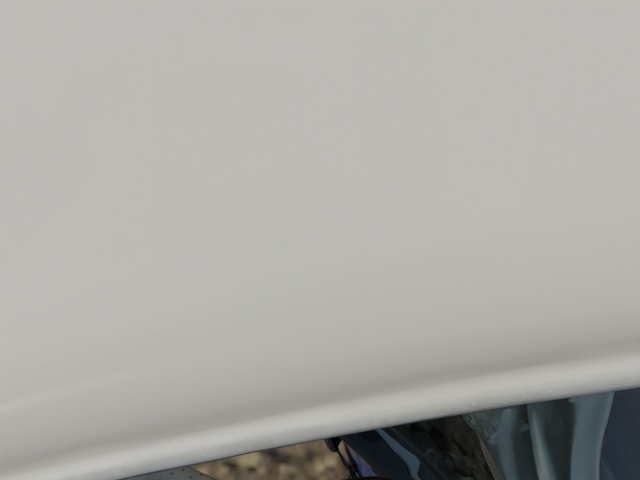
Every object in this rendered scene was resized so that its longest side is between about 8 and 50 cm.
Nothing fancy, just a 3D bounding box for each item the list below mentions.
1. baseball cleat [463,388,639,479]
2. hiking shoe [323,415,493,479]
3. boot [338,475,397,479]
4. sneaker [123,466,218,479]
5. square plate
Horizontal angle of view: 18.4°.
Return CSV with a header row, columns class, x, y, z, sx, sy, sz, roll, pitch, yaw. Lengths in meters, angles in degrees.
class,x,y,z,sx,sy,sz,roll,pitch,yaw
baseball cleat,0.102,0.075,0.623,0.072,0.109,0.206,-13,81,50
hiking shoe,0.055,0.176,1.222,0.132,0.113,0.304,-28,133,11
boot,0.015,0.165,0.854,0.280,0.264,0.096,-22,88,56
sneaker,-0.155,0.146,0.642,0.322,0.236,0.130,-4,111,21
square plate,0.004,-0.102,0.490,0.347,0.344,0.049,-10,151,8
